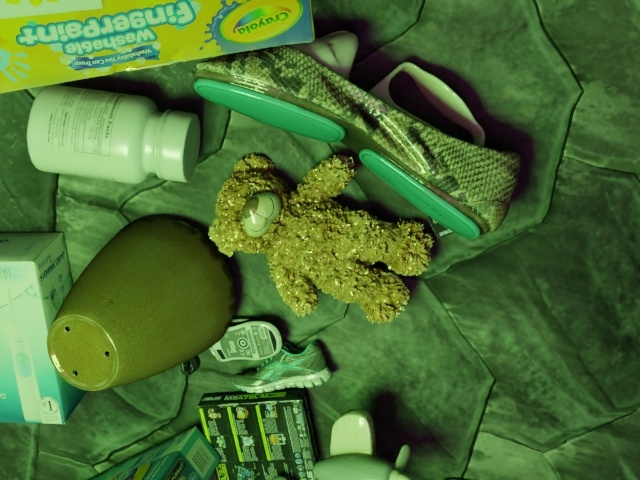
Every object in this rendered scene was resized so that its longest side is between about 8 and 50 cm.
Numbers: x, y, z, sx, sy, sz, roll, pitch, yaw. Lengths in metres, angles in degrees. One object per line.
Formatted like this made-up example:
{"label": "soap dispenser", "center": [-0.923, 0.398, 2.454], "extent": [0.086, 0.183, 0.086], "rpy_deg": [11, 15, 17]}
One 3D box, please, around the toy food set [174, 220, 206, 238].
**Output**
{"label": "toy food set", "center": [-0.214, 0.013, 1.678], "extent": [0.082, 0.020, 0.083], "rpy_deg": [35, 114, -6]}

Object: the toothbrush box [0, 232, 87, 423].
{"label": "toothbrush box", "center": [-0.517, 0.142, 1.731], "extent": [0.216, 0.126, 0.296], "rpy_deg": [1, 112, 10]}

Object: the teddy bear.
{"label": "teddy bear", "center": [0.000, 0.000, 1.587], "extent": [0.338, 0.113, 0.245], "rpy_deg": [41, 112, -9]}

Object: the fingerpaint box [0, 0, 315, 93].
{"label": "fingerpaint box", "center": [-0.250, -0.401, 1.301], "extent": [0.444, 0.163, 0.371], "rpy_deg": [-11, 136, -3]}

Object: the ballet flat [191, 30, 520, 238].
{"label": "ballet flat", "center": [0.066, -0.180, 1.481], "extent": [0.482, 0.164, 0.182], "rpy_deg": [27, 81, -8]}

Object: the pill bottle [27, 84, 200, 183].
{"label": "pill bottle", "center": [-0.300, -0.152, 1.559], "extent": [0.229, 0.131, 0.131], "rpy_deg": [8, 115, 6]}

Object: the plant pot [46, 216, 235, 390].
{"label": "plant pot", "center": [-0.290, 0.116, 1.586], "extent": [0.237, 0.254, 0.237], "rpy_deg": [8, 112, 20]}

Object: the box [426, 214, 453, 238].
{"label": "box", "center": [0.200, -0.047, 1.581], "extent": [0.083, 0.018, 0.067], "rpy_deg": [-21, 108, 18]}

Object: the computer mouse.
{"label": "computer mouse", "center": [-0.148, 0.164, 1.724], "extent": [0.193, 0.042, 0.106], "rpy_deg": [-6, 108, 18]}

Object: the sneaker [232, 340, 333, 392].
{"label": "sneaker", "center": [-0.065, 0.202, 1.723], "extent": [0.166, 0.065, 0.076], "rpy_deg": [-10, 95, 10]}

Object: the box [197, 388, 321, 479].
{"label": "box", "center": [-0.099, 0.344, 1.793], "extent": [0.184, 0.045, 0.191], "rpy_deg": [-5, 113, 15]}

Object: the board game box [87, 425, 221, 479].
{"label": "board game box", "center": [-0.353, 0.463, 1.749], "extent": [0.336, 0.254, 0.079], "rpy_deg": [-29, 102, 27]}

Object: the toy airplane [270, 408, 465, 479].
{"label": "toy airplane", "center": [0.068, 0.505, 1.683], "extent": [0.386, 0.272, 0.384], "rpy_deg": [43, 104, -10]}
